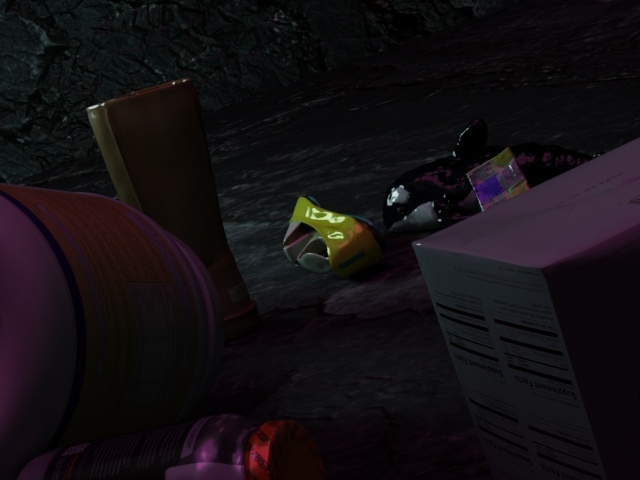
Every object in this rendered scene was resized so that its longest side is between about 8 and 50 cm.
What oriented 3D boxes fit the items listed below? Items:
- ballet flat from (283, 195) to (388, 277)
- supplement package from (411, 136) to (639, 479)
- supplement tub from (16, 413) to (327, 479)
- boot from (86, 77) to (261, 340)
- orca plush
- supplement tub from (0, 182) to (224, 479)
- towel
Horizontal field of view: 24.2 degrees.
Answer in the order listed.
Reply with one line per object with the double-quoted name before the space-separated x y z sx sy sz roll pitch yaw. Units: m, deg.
"ballet flat" 0.000 0.000 1.692 0.077 0.077 0.231 -39 19 -11
"supplement package" 0.193 0.063 0.848 0.194 0.203 0.149 -24 14 -19
"supplement tub" -0.097 0.179 0.978 0.190 0.117 0.117 -14 14 22
"boot" -0.191 -0.020 1.586 0.236 0.270 0.089 -12 13 27
"orca plush" 0.191 -0.085 1.683 0.287 0.102 0.151 -7 19 40
"supplement tub" -0.233 0.076 1.177 0.241 0.241 0.331 -15 -7 19
"towel" 0.197 -0.057 1.627 0.060 0.083 0.009 -30 -35 17
